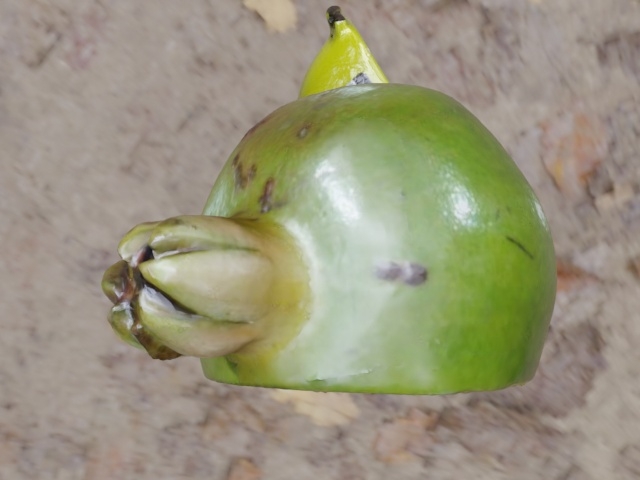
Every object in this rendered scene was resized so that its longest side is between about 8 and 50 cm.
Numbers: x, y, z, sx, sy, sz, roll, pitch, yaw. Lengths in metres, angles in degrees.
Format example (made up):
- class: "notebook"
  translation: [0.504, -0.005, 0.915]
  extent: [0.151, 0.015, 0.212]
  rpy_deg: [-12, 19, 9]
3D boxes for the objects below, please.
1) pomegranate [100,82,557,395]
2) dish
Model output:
- class: "pomegranate"
  translation: [0.000, 0.000, 0.997]
  extent: [0.241, 0.190, 0.159]
  rpy_deg: [-3, 91, -13]
- class: "dish"
  translation: [0.043, -0.071, 1.783]
  extent: [0.108, 0.221, 0.262]
  rpy_deg: [-30, 79, 2]
